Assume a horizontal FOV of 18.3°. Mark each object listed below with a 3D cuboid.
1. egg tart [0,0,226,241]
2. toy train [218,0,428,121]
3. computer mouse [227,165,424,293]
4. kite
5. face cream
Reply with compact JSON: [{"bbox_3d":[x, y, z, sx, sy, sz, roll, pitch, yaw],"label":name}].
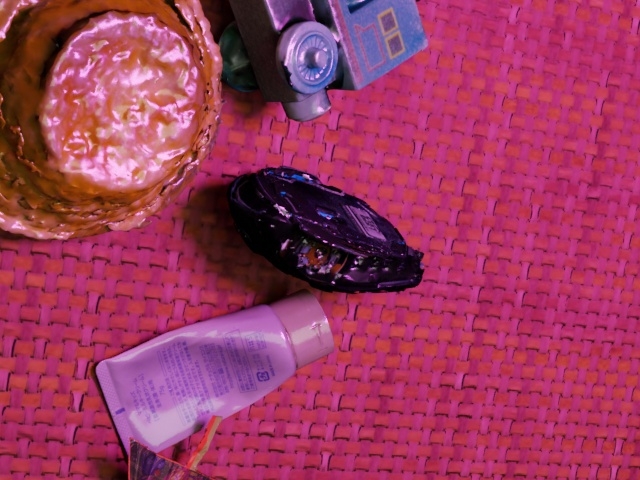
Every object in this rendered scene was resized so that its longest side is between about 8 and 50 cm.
[{"bbox_3d":[-0.199,-0.127,1.736,0.294,0.123,0.294,-7,102,-32],"label":"egg tart"},{"bbox_3d":[-0.023,-0.268,1.840,0.194,0.120,0.298,-34,117,-33],"label":"toy train"},{"bbox_3d":[0.000,0.000,1.904,0.242,0.146,0.077,18,116,-36],"label":"computer mouse"},{"bbox_3d":[-0.138,0.234,1.901,0.159,0.010,0.190,-53,140,2],"label":"kite"},{"bbox_3d":[-0.100,0.120,1.901,0.224,0.070,0.114,-24,113,-16],"label":"face cream"}]
